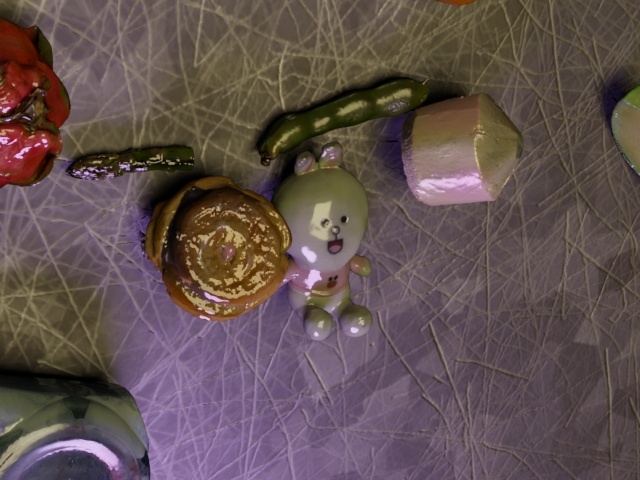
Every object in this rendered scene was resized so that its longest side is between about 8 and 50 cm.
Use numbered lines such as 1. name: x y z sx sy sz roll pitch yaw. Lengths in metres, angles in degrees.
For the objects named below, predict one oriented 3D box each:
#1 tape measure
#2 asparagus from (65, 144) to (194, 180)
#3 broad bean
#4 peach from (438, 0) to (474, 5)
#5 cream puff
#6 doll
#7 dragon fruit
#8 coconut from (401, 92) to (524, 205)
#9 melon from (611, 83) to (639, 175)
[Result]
1. tape measure: -0.348 0.292 1.674 0.256 0.147 0.275 10 103 -33
2. asparagus: -0.236 -0.095 1.626 0.165 0.030 0.036 -10 126 -24
3. broad bean: 0.029 -0.164 1.721 0.256 0.052 0.052 -23 158 -17
4. peach: 0.176 -0.367 1.660 0.138 0.138 0.138 -11 116 -23
5. cream puff: -0.136 0.011 1.663 0.189 0.129 0.189 2 85 -19
6. doll: -0.005 0.000 1.749 0.155 0.113 0.275 -13 110 -19
7. dragon fruit: -0.374 -0.144 1.424 0.224 0.227 0.224 -15 126 -21
8. coconut: 0.193 -0.120 1.749 0.153 0.147 0.147 -8 124 22
9. melon: 0.499 -0.149 1.936 0.064 0.118 0.209 -49 138 -16
